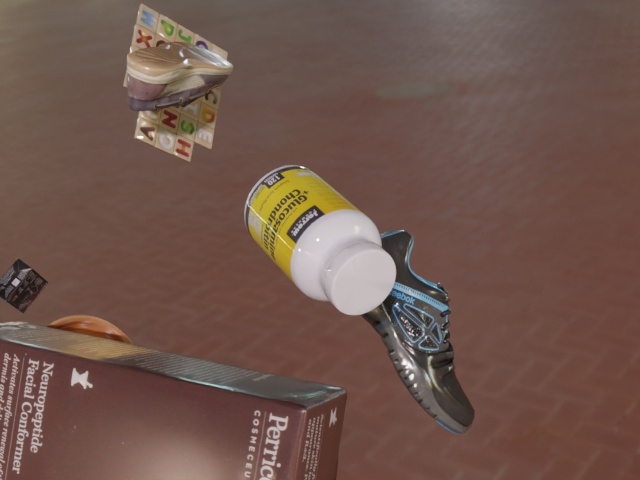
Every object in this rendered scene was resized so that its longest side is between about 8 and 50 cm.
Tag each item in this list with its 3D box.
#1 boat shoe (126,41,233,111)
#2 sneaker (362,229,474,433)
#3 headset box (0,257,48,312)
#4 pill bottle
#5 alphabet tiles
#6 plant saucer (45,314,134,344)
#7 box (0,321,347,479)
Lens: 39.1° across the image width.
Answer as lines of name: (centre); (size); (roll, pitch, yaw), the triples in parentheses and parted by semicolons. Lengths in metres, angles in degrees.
boat shoe: (-0.239, -0.269, 1.504); (0.102, 0.092, 0.285); (28, 21, 10)
sneaker: (0.159, 0.144, 1.394); (0.139, 0.341, 0.125); (-33, 8, -2)
headset box: (-0.452, 0.071, 1.365); (0.032, 0.083, 0.062); (33, 76, 11)
pill bottle: (0.000, 0.000, 0.949); (0.103, 0.103, 0.184); (-16, 34, -24)
alphabet tiles: (-0.256, -0.267, 1.583); (0.009, 0.237, 0.198); (-9, -23, 43)
plant saucer: (-0.290, 0.191, 1.089); (0.037, 0.200, 0.200); (-15, 13, 35)
box: (-0.182, 0.206, 0.874); (0.381, 0.191, 0.143); (8, 0, 16)
